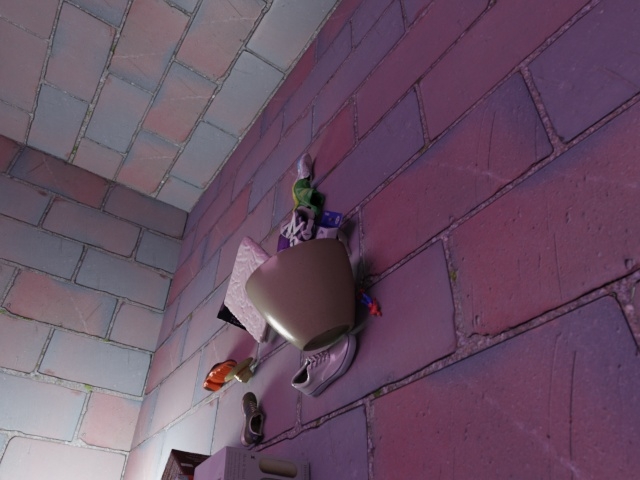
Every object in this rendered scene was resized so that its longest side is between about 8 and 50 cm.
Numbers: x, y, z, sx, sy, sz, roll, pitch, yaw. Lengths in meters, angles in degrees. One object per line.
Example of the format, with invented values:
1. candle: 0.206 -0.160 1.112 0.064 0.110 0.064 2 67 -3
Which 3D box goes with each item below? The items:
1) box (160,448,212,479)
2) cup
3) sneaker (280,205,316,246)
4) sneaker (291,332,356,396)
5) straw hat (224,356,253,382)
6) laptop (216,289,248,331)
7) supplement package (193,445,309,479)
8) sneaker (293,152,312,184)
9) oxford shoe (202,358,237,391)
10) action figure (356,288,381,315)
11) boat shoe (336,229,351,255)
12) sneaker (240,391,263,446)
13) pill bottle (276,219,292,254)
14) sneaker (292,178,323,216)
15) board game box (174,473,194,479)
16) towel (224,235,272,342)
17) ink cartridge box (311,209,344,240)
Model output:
1. box: -0.420 0.870 1.665 0.381 0.191 0.143 0 69 62
2. cup: -0.026 0.183 1.411 0.331 0.331 0.237 -46 60 36
3. sneaker: -0.073 -0.067 1.752 0.235 0.094 0.153 -118 48 -67
4. sneaker: 0.007 0.363 1.391 0.258 0.091 0.094 -55 28 23
5. straw hat: -0.298 0.521 1.861 0.061 0.144 0.144 47 118 18
6. laptop: -0.297 0.265 1.998 0.136 0.264 0.234 48 -116 -78
7. supplement package: -0.188 0.701 1.279 0.198 0.262 0.199 -45 33 35
8. sneaker: -0.061 -0.300 2.120 0.083 0.071 0.191 -8 70 53
9. oxford shoe: -0.432 0.559 2.064 0.271 0.096 0.098 -43 28 39
10. action figure: 0.142 0.180 1.362 0.038 0.030 0.115 -65 30 15
11. boat shoe: 0.071 0.013 1.620 0.038 0.046 0.125 -45 41 28
12. sneaker: -0.231 0.614 1.675 0.086 0.064 0.192 -39 36 31
13. pill bottle: -0.115 0.020 1.892 0.108 0.108 0.194 -38 38 45
14. sneaker: -0.044 -0.162 1.949 0.123 0.109 0.296 -26 35 14
15. board game box: -0.309 0.808 1.406 0.142 0.275 0.144 22 88 64
16. towel: -0.256 0.187 1.879 0.332 0.053 0.317 35 113 46
17. ink cartridge box: 0.000 0.000 1.695 0.223 0.045 0.224 -160 85 -73
